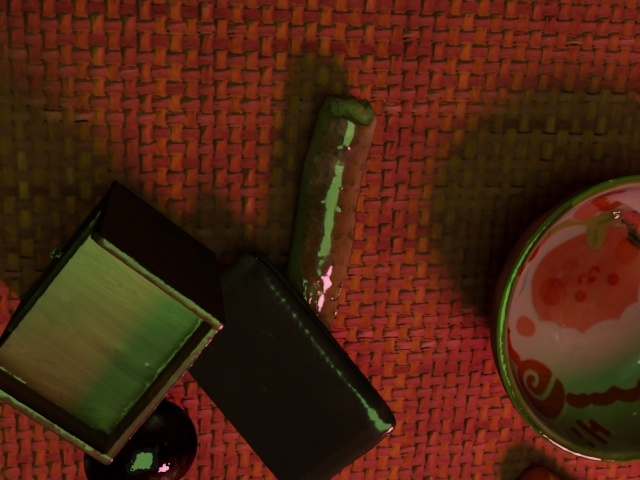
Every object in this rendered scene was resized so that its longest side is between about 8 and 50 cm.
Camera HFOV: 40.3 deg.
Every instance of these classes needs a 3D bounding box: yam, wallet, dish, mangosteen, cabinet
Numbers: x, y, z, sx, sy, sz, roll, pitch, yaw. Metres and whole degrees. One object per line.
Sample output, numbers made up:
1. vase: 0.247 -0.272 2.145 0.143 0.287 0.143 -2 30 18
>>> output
1. yam: 0.000 0.000 0.948 0.071 0.067 0.318 8 106 -14
2. wallet: -0.046 0.144 0.937 0.168 0.052 0.245 -39 89 25
3. dish: 0.331 0.080 1.006 0.324 0.124 0.324 -2 99 -12
4. mangosteen: -0.203 0.217 0.957 0.140 0.140 0.140 -3 107 -9
5. cabinet: -0.208 0.066 0.853 0.148 0.215 0.175 38 97 -17

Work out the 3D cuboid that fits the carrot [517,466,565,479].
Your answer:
1. carrot: 0.328 0.368 1.108 0.087 0.087 0.193 -38 107 2
